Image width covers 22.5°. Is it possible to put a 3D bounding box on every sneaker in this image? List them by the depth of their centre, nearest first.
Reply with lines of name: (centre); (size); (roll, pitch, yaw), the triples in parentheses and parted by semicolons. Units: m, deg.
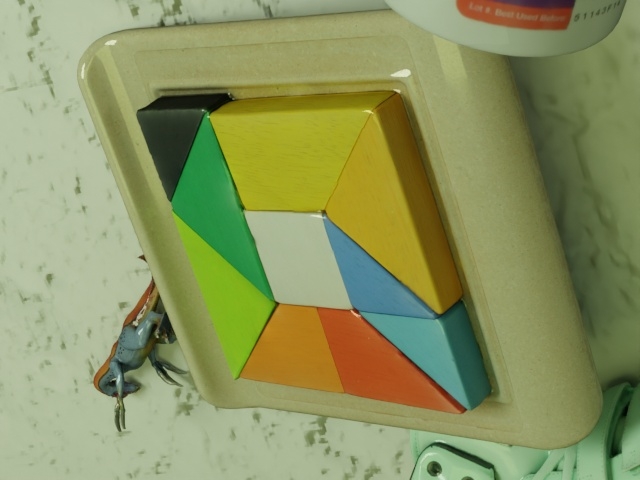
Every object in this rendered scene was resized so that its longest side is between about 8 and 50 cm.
sneaker: (0.125, 0.097, 0.785); (0.151, 0.094, 0.256); (32, 127, 4)

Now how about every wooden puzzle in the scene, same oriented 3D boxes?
wooden puzzle: (0.000, 0.000, 0.767); (0.239, 0.044, 0.221); (0, 118, 39)

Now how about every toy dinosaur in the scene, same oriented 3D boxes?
toy dinosaur: (-0.101, 0.059, 0.900); (0.082, 0.047, 0.090); (-19, 80, 40)

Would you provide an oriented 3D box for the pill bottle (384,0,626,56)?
pill bottle: (0.086, -0.177, 0.610); (0.108, 0.108, 0.193); (19, 127, 10)
